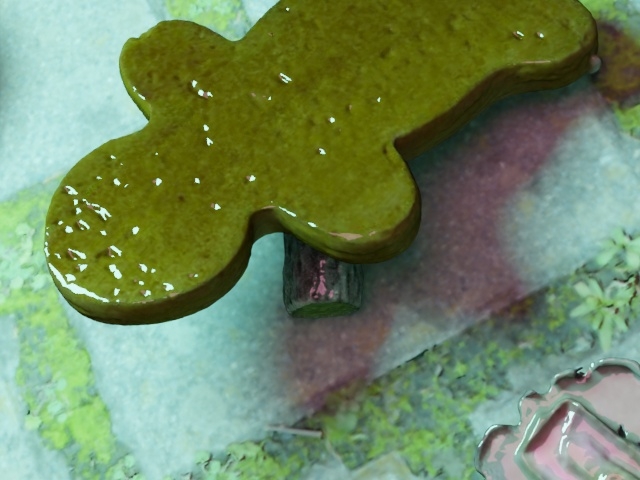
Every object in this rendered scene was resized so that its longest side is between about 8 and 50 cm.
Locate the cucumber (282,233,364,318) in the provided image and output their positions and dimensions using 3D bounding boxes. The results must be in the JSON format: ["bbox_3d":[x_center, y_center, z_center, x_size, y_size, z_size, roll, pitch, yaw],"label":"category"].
[{"bbox_3d":[0.000,0.002,1.142,0.064,0.064,0.112,-8,68,13],"label":"cucumber"}]

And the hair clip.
[{"bbox_3d":[0.237,0.201,0.993,0.173,0.069,0.300,-47,55,-6],"label":"hair clip"}]

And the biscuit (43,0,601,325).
[{"bbox_3d":[-0.021,-0.084,1.129,0.283,0.064,0.432,36,65,28],"label":"biscuit"}]
